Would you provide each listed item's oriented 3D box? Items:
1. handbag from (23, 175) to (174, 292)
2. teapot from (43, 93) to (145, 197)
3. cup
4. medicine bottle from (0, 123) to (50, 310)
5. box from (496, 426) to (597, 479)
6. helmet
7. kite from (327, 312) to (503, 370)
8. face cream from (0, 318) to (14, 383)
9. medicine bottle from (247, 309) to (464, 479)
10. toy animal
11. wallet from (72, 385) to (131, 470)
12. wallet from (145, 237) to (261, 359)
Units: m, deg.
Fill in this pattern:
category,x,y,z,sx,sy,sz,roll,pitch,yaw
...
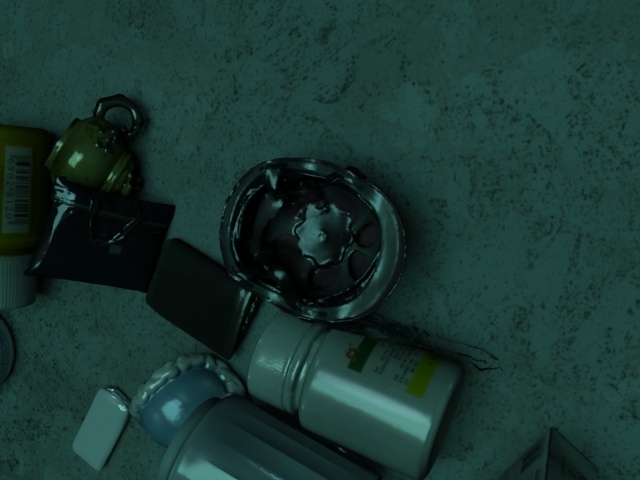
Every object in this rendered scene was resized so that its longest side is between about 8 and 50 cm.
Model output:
category,x,y,z,sx,sy,sz,roll,pitch,yaw
handbag,-0.435,-0.006,1.398,0.088,0.254,0.211,39,111,53
teapot,-0.445,-0.164,1.431,0.182,0.173,0.269,34,89,-17
cup,-0.073,0.419,1.224,0.326,0.323,0.237,24,110,19
medicine bottle,-0.702,-0.057,1.495,0.224,0.224,0.385,7,97,21
box,0.333,0.434,1.098,0.111,0.260,0.194,41,108,10
helmet,0.000,0.000,1.232,0.338,0.197,0.271,16,93,15
kite,0.162,0.164,1.220,0.309,0.169,0.015,16,101,6
face cream,-0.822,0.260,1.626,0.205,0.111,0.206,2,95,21
medicine bottle,0.059,0.254,1.220,0.339,0.208,0.208,20,101,19
toy animal,-0.266,0.344,1.388,0.204,0.156,0.208,49,113,15
wallet,-0.482,0.411,1.544,0.095,0.033,0.190,31,105,15
wallet,-0.243,0.114,1.419,0.245,0.052,0.169,30,105,22
